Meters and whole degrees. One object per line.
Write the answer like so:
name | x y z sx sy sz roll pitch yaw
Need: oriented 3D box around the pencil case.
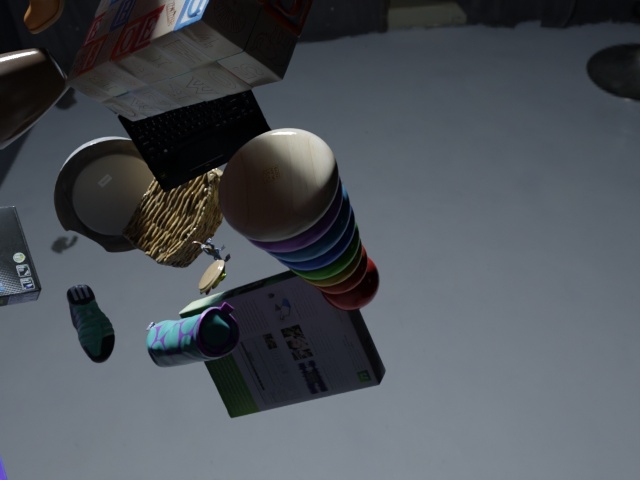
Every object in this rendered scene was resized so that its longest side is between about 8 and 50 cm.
pencil case | -0.168 0.125 0.813 0.152 0.064 0.070 -18 39 48

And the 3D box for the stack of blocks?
stack of blocks | -0.128 -0.227 0.614 0.297 0.087 0.171 4 71 50

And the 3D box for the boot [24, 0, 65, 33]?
boot | -0.681 -0.624 1.445 0.283 0.220 0.109 -31 52 35

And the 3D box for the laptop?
laptop | -0.226 -0.215 1.063 0.234 0.264 0.136 -25 30 1

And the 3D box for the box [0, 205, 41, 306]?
box | -0.597 0.032 1.066 0.191 0.045 0.184 -8 63 -39

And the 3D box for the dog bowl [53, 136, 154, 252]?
dog bowl | -0.595 -0.142 1.831 0.349 0.349 0.102 -27 34 -16

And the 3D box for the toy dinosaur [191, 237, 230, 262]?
toy dinosaur | -0.272 0.027 1.625 0.090 0.082 0.047 19 66 35

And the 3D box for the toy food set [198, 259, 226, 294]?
toy food set | -0.223 0.077 1.301 0.083 0.020 0.082 -44 24 16

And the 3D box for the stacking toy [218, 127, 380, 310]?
stacking toy | 0.000 0.000 0.820 0.141 0.330 0.141 -9 62 17

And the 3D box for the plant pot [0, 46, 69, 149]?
plant pot | -0.753 -0.377 1.559 0.230 0.215 0.215 -31 50 -5

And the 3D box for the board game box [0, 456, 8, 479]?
board game box | -0.484 0.380 0.899 0.078 0.233 0.347 -16 47 -31

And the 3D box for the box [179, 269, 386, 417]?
box | -0.072 0.181 1.132 0.322 0.232 0.058 -19 11 23

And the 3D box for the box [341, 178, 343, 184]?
box | 0.004 0.088 1.590 0.097 0.395 0.318 4 38 7

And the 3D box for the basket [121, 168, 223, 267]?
basket | -0.361 -0.070 1.775 0.213 0.223 0.299 32 92 22

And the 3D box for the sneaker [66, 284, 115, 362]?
sneaker | -0.564 0.218 1.549 0.083 0.098 0.223 -11 55 -30
